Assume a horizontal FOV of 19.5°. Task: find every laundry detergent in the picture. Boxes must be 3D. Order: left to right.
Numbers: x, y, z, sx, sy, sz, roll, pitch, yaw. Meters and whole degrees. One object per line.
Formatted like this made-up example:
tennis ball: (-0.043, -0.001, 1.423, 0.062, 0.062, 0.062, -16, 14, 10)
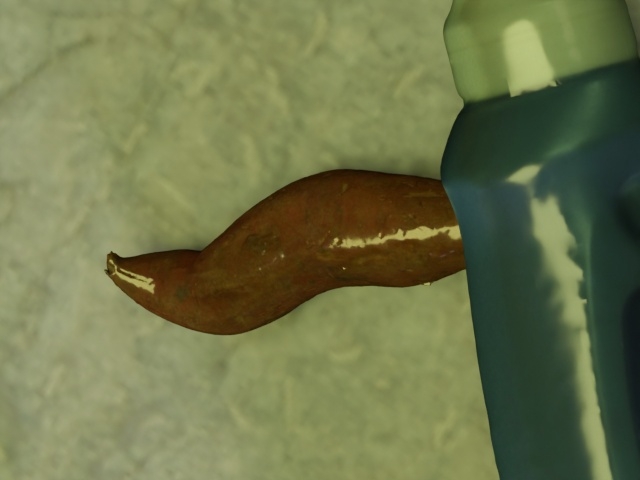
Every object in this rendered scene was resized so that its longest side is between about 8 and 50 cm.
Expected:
laundry detergent: (0.120, 0.026, 0.724, 0.094, 0.143, 0.289, -9, 97, 53)

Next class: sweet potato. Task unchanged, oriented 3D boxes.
sweet potato: (0.001, 0.001, 0.813, 0.202, 0.058, 0.055, -13, 138, 25)
